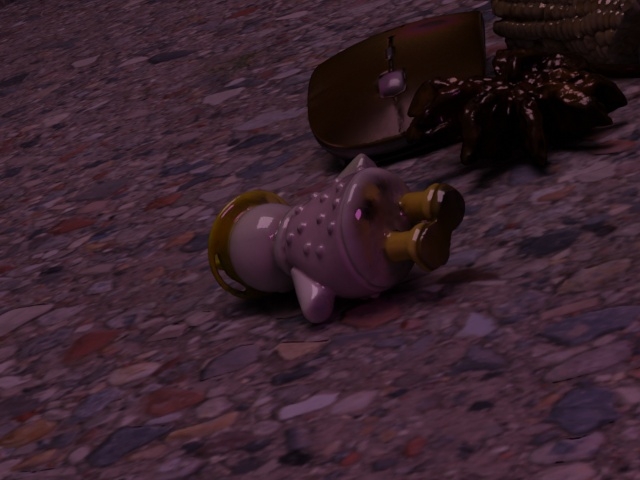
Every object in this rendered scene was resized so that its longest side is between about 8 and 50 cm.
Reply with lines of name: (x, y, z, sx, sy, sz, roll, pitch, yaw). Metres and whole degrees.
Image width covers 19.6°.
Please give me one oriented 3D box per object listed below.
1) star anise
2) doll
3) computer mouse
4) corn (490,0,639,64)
star anise: (0.166, -0.115, 1.431, 0.177, 0.073, 0.234, 6, 21, 34)
doll: (0.000, 0.000, 1.225, 0.207, 0.081, 0.129, -9, 51, 43)
computer mouse: (0.073, -0.145, 1.628, 0.158, 0.071, 0.310, -18, 17, 11)
corn: (0.225, -0.184, 1.583, 0.087, 0.087, 0.211, -25, 24, -20)
